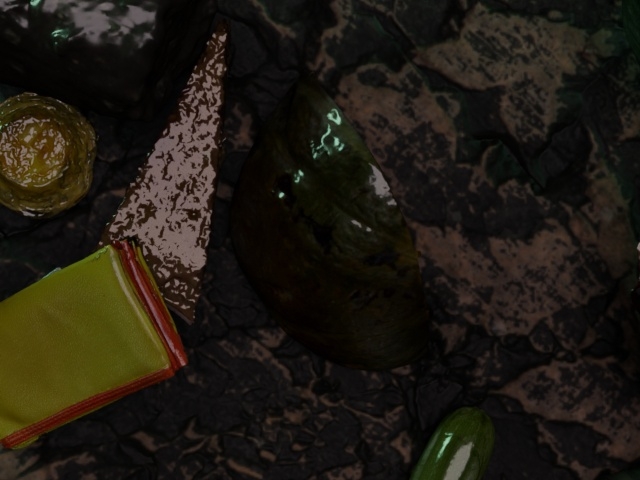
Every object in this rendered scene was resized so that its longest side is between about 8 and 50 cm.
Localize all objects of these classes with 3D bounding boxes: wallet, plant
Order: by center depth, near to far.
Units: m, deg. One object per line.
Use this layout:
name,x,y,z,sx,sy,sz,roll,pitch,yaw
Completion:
wallet,-0.239,0.100,1.225,0.241,0.067,0.141,-25,93,30
plant,-0.247,-0.239,1.230,0.276,0.199,0.188,23,73,5

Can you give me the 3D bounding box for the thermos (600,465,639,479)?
thermos,0.387,0.246,1.326,0.187,0.083,0.073,-16,109,-8

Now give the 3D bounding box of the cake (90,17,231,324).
cake,-0.141,-0.073,1.269,0.113,0.116,0.295,15,85,-5

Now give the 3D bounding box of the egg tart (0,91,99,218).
egg tart,-0.283,-0.088,1.290,0.130,0.052,0.130,0,83,-4

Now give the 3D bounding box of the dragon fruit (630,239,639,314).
dragon fruit,0.493,0.041,1.262,0.371,0.249,0.386,1,86,11

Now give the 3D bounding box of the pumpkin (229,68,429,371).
pumpkin,0.000,0.000,1.250,0.148,0.169,0.312,-29,89,-9

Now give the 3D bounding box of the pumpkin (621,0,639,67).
pumpkin,0.433,-0.261,1.258,0.300,0.300,0.207,-32,60,-7

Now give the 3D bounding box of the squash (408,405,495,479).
squash,0.108,0.276,1.292,0.069,0.069,0.239,28,83,-3

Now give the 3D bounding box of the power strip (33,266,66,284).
power strip,-0.281,0.055,1.297,0.083,0.017,0.027,-38,92,-5
